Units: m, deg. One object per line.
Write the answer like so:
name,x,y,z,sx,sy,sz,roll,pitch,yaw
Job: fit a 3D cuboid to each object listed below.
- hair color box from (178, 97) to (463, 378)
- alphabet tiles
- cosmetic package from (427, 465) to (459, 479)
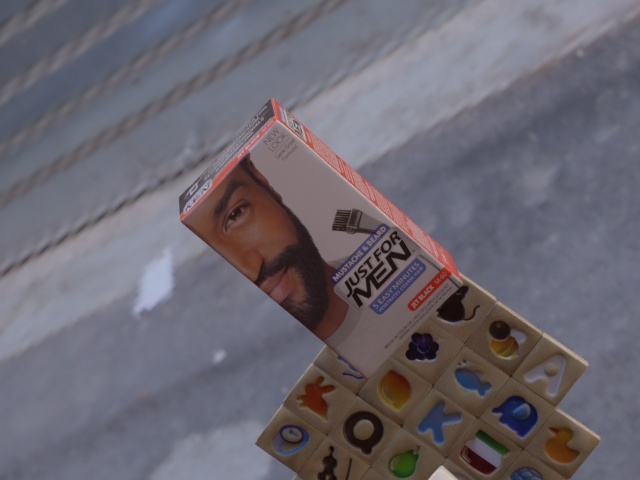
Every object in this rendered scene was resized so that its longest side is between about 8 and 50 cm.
hair color box,0.000,0.000,1.120,0.093,0.167,0.053,-46,18,11
alphabet tiles,0.108,0.206,1.795,0.342,0.285,0.011,-55,2,20
cosmetic package,0.171,0.336,1.360,0.113,0.309,0.160,-43,-19,-17
